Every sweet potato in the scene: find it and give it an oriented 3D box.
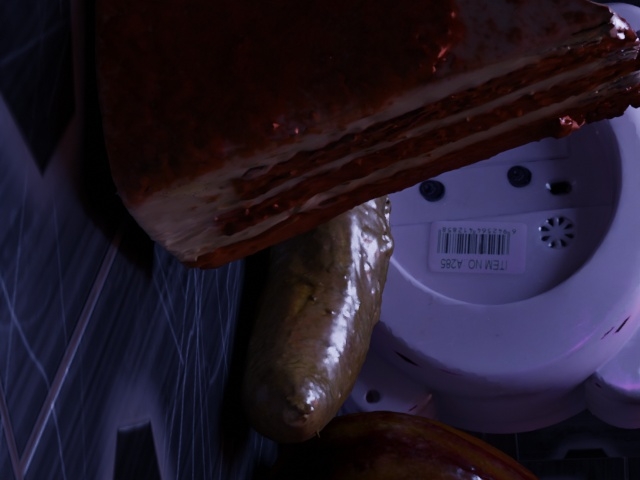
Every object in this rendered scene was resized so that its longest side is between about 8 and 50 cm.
[{"bbox_3d":[0.001,0.004,1.319,0.114,0.092,0.341,53,30,-44],"label":"sweet potato"}]

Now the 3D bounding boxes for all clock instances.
[{"bbox_3d":[0.126,-0.013,1.436,0.113,0.295,0.322,74,12,-63],"label":"clock"}]

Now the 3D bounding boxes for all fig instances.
[{"bbox_3d":[0.124,0.212,1.296,0.217,0.321,0.217,-5,90,-86],"label":"fig"}]

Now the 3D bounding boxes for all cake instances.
[{"bbox_3d":[0.015,-0.055,0.969,0.158,0.262,0.159,45,60,-71],"label":"cake"}]
